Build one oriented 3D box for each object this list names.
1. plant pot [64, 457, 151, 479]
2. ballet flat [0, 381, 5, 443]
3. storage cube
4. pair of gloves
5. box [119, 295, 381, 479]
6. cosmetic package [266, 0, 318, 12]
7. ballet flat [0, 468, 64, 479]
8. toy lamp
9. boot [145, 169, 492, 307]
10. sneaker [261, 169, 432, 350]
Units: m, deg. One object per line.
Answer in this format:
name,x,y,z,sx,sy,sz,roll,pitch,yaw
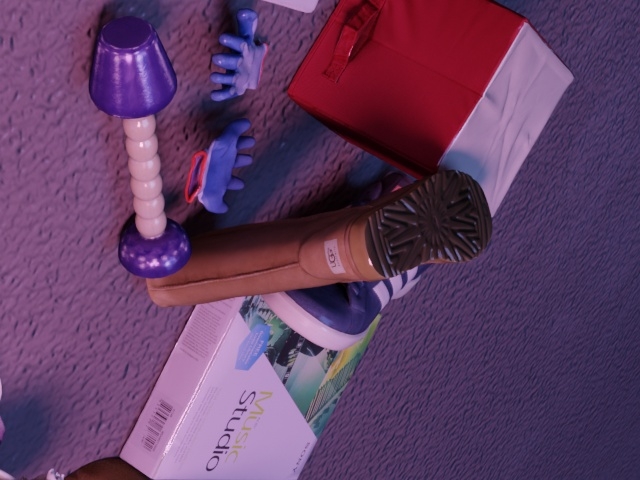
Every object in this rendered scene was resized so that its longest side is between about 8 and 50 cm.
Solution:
plant pot,-0.172,0.389,1.872,0.237,0.254,0.237,-41,148,-33
ballet flat,-0.312,0.121,1.584,0.221,0.076,0.079,92,20,-51
storage cube,0.116,-0.161,1.879,0.184,0.193,0.215,-59,154,-1
pair of gloves,-0.082,-0.119,1.699,0.159,0.023,0.198,-24,128,-76
box,-0.069,0.157,2.028,0.232,0.058,0.322,-63,153,7
cosmetic package,-0.131,-0.329,1.336,0.453,0.161,0.230,3,114,-59
ballet flat,-0.371,0.237,1.516,0.409,0.147,0.147,11,108,-47
toy lamp,-0.161,-0.081,1.621,0.080,0.080,0.275,-41,148,-32
boot,0.000,0.000,1.776,0.236,0.269,0.089,-12,92,-51
sneaker,0.051,0.004,1.951,0.148,0.131,0.350,-52,174,23
